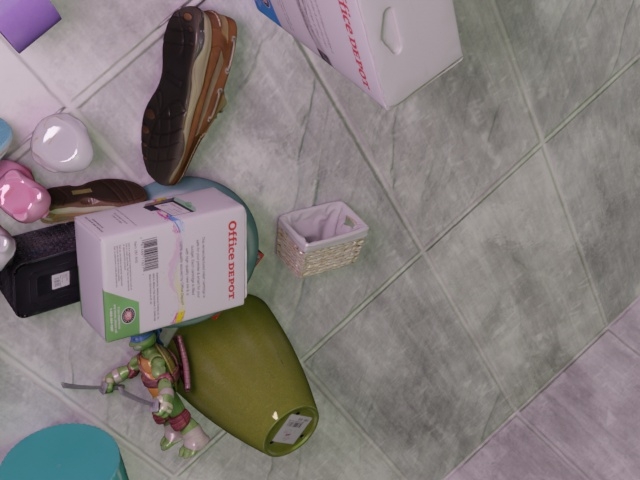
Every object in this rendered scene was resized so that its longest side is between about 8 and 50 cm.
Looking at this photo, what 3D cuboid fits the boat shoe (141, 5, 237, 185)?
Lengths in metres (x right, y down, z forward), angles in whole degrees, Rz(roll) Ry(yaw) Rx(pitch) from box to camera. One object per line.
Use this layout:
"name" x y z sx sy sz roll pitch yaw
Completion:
"boat shoe" -0.215 -0.243 1.852 0.120 0.122 0.323 -8 129 -42

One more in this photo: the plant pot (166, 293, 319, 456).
"plant pot" -0.141 0.306 2.256 0.275 0.293 0.274 -24 136 -25

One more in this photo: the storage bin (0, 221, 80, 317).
"storage bin" -0.472 0.048 1.901 0.180 0.084 0.122 -18 134 -32

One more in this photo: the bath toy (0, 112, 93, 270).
"bath toy" -0.504 -0.065 1.744 0.348 0.151 0.129 -49 178 -1

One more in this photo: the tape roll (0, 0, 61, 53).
"tape roll" -0.450 -0.356 1.484 0.080 0.189 0.189 -42 141 -5

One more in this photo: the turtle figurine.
"turtle figurine" -0.356 0.327 2.138 0.198 0.274 0.266 -16 113 25

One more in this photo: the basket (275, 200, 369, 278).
"basket" 0.000 0.000 2.262 0.167 0.113 0.103 -16 135 -32

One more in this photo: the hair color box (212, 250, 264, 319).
"hair color box" -0.200 0.063 2.152 0.167 0.093 0.053 -52 141 7

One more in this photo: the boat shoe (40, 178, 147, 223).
"boat shoe" -0.402 -0.062 1.893 0.190 0.068 0.072 -4 138 -28

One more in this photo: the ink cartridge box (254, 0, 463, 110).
"ink cartridge box" 0.026 -0.428 1.685 0.166 0.395 0.285 -36 141 -12

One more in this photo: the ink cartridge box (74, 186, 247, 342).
"ink cartridge box" -0.277 0.038 1.896 0.278 0.117 0.201 -15 120 -31

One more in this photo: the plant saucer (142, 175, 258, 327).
"plant saucer" -0.263 0.033 2.027 0.318 0.043 0.317 -9 116 -18

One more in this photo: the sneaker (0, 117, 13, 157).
"sneaker" -0.612 -0.061 1.654 0.319 0.127 0.208 -39 161 -37

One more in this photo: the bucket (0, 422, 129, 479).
"bucket" -0.504 0.511 2.135 0.281 0.281 0.183 -23 127 -26
